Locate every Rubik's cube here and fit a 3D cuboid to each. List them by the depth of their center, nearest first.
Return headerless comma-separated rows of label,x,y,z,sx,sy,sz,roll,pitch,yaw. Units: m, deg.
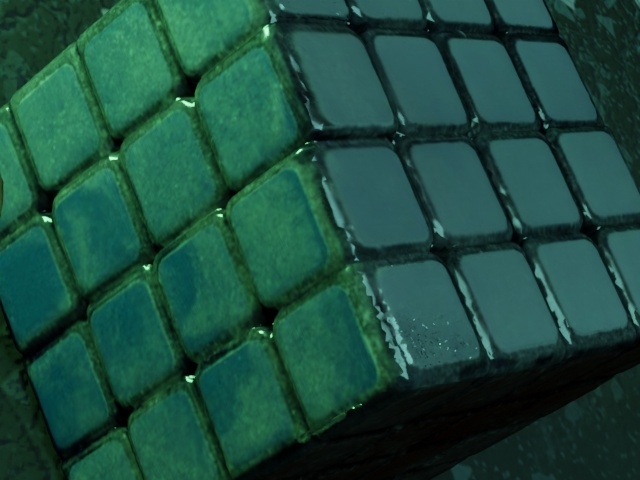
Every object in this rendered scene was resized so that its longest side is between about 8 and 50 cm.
Rubik's cube,0.000,0.000,1.308,0.344,0.344,0.337,-5,68,-49

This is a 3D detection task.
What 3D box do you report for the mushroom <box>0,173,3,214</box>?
mushroom,-0.280,0.103,1.013,0.208,0.301,0.233,0,43,-9
